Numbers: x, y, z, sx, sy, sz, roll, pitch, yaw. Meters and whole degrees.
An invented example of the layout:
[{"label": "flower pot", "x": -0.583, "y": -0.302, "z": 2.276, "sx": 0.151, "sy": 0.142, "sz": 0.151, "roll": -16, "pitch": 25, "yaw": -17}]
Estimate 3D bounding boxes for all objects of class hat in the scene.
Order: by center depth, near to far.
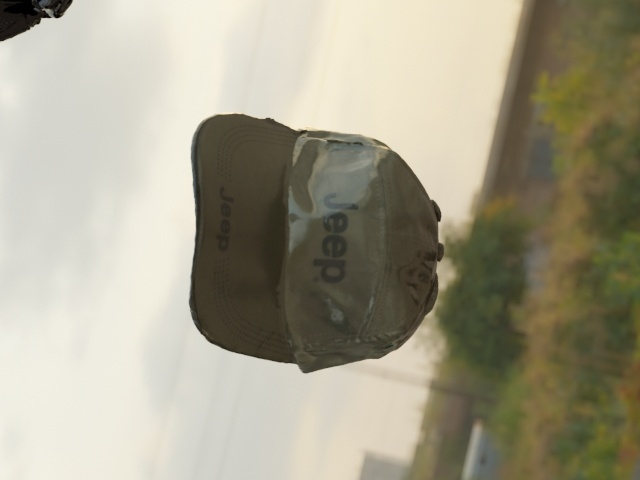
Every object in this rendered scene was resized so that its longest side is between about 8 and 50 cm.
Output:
[{"label": "hat", "x": 0.000, "y": 0.000, "z": 1.578, "sx": 0.245, "sy": 0.149, "sz": 0.214, "roll": 11, "pitch": -103, "yaw": -71}]

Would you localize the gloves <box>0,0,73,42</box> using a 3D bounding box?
[{"label": "gloves", "x": -0.180, "y": -0.228, "z": 1.246, "sx": 0.164, "sy": 0.203, "sz": 0.124, "roll": 59, "pitch": -178, "yaw": -24}]
